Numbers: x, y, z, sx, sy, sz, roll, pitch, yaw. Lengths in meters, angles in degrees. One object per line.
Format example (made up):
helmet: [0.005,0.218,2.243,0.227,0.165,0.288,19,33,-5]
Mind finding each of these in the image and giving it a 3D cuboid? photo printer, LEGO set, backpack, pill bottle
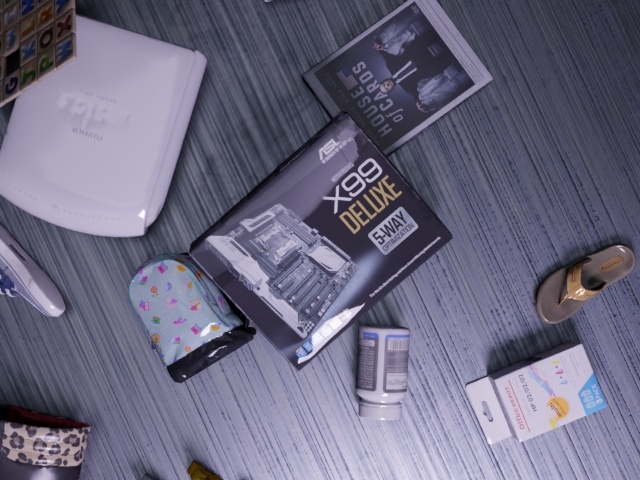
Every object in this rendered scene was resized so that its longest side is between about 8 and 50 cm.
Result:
photo printer: [-0.332,-0.165,1.421,0.256,0.107,0.308,17,88,-1]
LEGO set: [-0.159,0.396,1.416,0.227,0.093,0.087,31,88,0]
backpack: [-0.200,0.102,1.414,0.152,0.115,0.182,-31,87,1]
pill bottle: [0.092,0.197,1.436,0.078,0.078,0.137,4,88,-1]

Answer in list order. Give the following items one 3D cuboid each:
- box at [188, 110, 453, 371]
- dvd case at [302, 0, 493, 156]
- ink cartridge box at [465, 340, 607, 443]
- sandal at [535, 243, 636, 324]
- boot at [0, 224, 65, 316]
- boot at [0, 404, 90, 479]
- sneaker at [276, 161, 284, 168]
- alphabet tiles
box: [0.000,0.000,1.405,0.307,0.076,0.242,-40,102,3]
dvd case: [0.118,-0.250,1.474,0.238,0.029,0.179,-36,89,-3]
ink cartridge box: [0.325,0.235,1.448,0.181,0.061,0.104,-22,89,-1]
sandal: [0.407,0.062,1.461,0.180,0.049,0.072,-31,89,-2]
boot: [-0.472,0.060,1.438,0.086,0.069,0.190,-42,82,5]
boot: [-0.524,0.382,1.386,0.377,0.138,0.284,10,89,-5]
sneaker: [0.005,-0.102,1.455,0.144,0.053,0.059,14,92,-10]
alphabet tiles: [-0.425,-0.326,1.392,0.198,0.009,0.237,-22,65,32]
